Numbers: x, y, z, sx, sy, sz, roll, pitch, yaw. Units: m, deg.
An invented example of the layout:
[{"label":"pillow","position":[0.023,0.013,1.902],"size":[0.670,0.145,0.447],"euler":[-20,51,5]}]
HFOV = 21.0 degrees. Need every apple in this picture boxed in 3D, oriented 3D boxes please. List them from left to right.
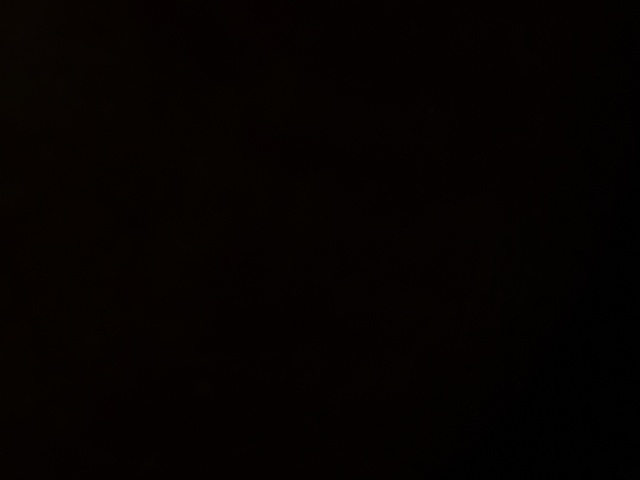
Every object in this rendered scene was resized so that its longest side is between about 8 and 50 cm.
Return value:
[{"label":"apple","position":[-0.072,-0.072,0.523],"size":[0.400,0.333,0.400],"euler":[-47,17,19]}]
